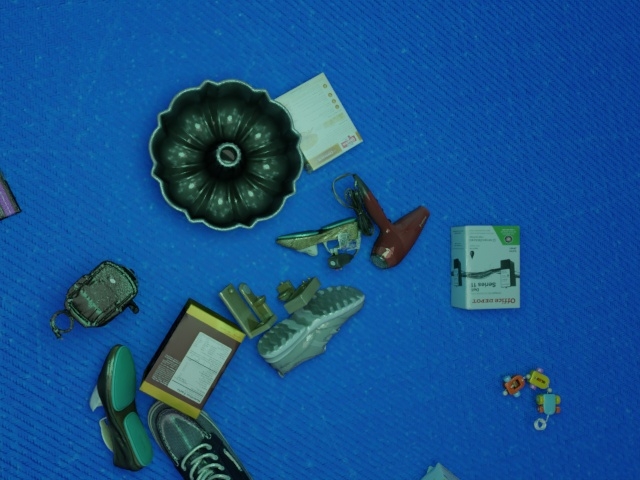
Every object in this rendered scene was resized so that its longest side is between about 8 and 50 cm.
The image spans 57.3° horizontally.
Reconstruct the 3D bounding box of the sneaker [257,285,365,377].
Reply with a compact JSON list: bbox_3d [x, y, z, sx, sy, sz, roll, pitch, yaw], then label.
[{"bbox_3d":[-0.013,0.207,1.372,0.281,0.105,0.115,-32,126,-14],"label":"sneaker"}]

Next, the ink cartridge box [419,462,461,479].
[{"bbox_3d":[0.296,0.617,1.406,0.092,0.143,0.090,42,98,-10],"label":"ink cartridge box"}]

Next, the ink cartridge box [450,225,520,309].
[{"bbox_3d":[0.411,0.067,1.464,0.153,0.087,0.208,-1,90,-13],"label":"ink cartridge box"}]

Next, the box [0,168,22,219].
[{"bbox_3d":[-0.731,-0.080,1.223,0.162,0.029,0.116,-25,94,-14],"label":"box"}]

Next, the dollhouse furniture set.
[{"bbox_3d":[-0.110,0.109,1.310,0.151,0.144,0.123,-31,97,24],"label":"dollhouse furniture set"}]

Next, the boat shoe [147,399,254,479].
[{"bbox_3d":[-0.242,0.484,1.263,0.127,0.158,0.340,-43,99,-11],"label":"boat shoe"}]

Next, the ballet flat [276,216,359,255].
[{"bbox_3d":[0.000,0.000,1.378,0.207,0.073,0.067,-14,100,-11],"label":"ballet flat"}]

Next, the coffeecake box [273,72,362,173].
[{"bbox_3d":[-0.012,-0.273,1.378,0.142,0.068,0.185,-32,96,-12],"label":"coffeecake box"}]

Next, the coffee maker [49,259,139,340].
[{"bbox_3d":[-0.462,0.116,1.207,0.171,0.178,0.120,-20,91,-15],"label":"coffee maker"}]

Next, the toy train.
[{"bbox_3d":[0.540,0.397,1.513,0.125,0.046,0.166,-37,94,-10],"label":"toy train"}]

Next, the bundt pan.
[{"bbox_3d":[-0.208,-0.182,1.302,0.331,0.124,0.330,0,90,-13],"label":"bundt pan"}]

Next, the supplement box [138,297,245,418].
[{"bbox_3d":[-0.272,0.241,1.243,0.129,0.191,0.194,32,81,-11],"label":"supplement box"}]

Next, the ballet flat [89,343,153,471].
[{"bbox_3d":[-0.438,0.363,1.252,0.096,0.095,0.280,-9,94,15],"label":"ballet flat"}]

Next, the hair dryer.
[{"bbox_3d":[0.150,-0.041,1.373,0.294,0.080,0.223,-4,105,-38],"label":"hair dryer"}]
